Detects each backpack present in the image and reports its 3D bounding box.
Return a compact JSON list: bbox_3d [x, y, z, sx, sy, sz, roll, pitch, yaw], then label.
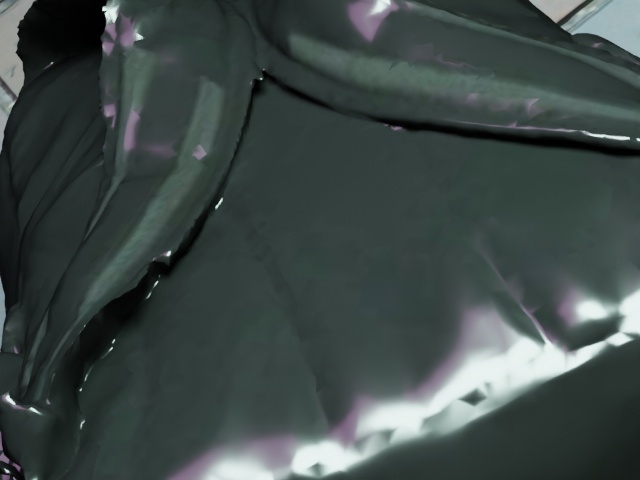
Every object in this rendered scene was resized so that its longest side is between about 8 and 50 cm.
[{"bbox_3d":[0.000,0.000,0.860,0.363,0.254,0.445,-28,36,-4],"label":"backpack"}]
